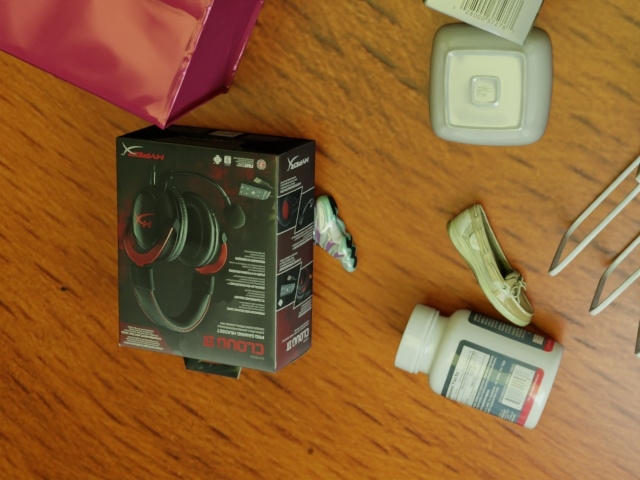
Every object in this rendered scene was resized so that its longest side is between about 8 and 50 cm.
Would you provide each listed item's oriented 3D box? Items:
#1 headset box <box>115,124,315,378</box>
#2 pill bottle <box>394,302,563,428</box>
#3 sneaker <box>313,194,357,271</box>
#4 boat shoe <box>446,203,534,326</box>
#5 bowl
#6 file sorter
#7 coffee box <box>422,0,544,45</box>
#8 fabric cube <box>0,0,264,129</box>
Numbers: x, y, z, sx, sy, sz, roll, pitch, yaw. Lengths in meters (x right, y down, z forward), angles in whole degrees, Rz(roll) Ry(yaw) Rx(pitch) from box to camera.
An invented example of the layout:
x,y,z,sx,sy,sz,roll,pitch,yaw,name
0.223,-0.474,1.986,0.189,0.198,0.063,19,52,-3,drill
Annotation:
x,y,z,sx,sy,sz,roll,pitch,yaw,name
-0.125,0.020,1.744,0.218,0.110,0.293,9,107,23,headset box
0.184,0.141,1.716,0.180,0.108,0.108,21,108,8,pill bottle
0.000,0.000,1.765,0.069,0.038,0.098,-22,89,20,sneaker
0.208,0.030,1.710,0.048,0.056,0.153,-34,87,24,boat shoe
0.191,-0.174,1.661,0.142,0.053,0.142,4,106,11,bowl
0.406,0.046,1.594,0.277,0.193,0.173,43,113,0,file sorter
0.212,-0.370,1.522,0.118,0.168,0.297,22,103,-4,coffee box
-0.206,-0.306,1.620,0.258,0.254,0.259,26,108,4,fabric cube
